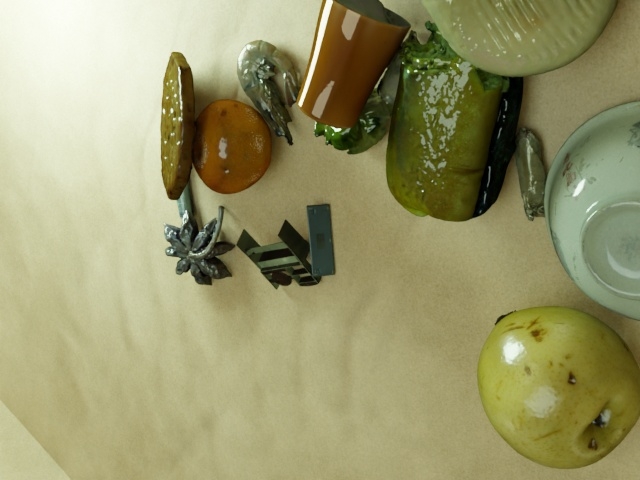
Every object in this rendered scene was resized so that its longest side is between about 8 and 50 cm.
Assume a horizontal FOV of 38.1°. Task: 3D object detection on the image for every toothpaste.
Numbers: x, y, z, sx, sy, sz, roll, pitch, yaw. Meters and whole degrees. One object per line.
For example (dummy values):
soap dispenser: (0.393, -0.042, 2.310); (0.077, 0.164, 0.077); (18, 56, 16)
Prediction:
toothpaste: (-0.361, -0.131, 2.425); (0.062, 0.037, 0.216); (0, 105, 36)

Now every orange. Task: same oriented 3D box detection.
orange: (-0.209, -0.220, 2.181); (0.224, 0.170, 0.224); (18, 111, 58)

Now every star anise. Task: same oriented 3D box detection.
star anise: (-0.317, 0.017, 2.411); (0.230, 0.081, 0.262); (42, 126, 5)

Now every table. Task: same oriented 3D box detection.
table: (-0.094, 0.038, 2.255); (0.146, 0.062, 0.175); (-11, 132, 40)

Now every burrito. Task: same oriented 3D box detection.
burrito: (0.411, -0.130, 1.805); (0.058, 0.045, 0.188); (-4, 103, 32)

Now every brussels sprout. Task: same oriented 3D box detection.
brussels sprout: (0.074, -0.264, 1.992); (0.181, 0.100, 0.139); (-28, 74, 47)

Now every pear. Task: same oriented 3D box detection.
pear: (0.450, 0.276, 1.776); (0.309, 0.309, 0.309); (15, 116, 33)

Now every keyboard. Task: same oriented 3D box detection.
keyboard: (0.000, 0.000, 2.187); (0.055, 0.014, 0.176); (-5, 108, 1)

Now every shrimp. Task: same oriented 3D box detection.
shrimp: (-0.098, -0.348, 2.119); (0.145, 0.059, 0.254); (-43, 74, 31)

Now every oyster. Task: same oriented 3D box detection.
oyster: (0.168, -0.340, 1.902); (0.121, 0.045, 0.146); (-25, 114, 3)

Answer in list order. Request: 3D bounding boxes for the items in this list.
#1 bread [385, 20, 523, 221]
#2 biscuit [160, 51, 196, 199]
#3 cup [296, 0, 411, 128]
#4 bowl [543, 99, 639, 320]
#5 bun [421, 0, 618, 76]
bread: (0.247, -0.215, 1.809); (0.251, 0.208, 0.377); (28, 127, 33)
biscuit: (-0.345, -0.274, 2.228); (0.359, 0.046, 0.359); (-178, 90, -72)
cup: (0.047, -0.378, 1.868); (0.226, 0.182, 0.264); (54, 128, 49)
bowl: (0.567, -0.013, 1.610); (0.434, 0.196, 0.435); (13, 117, 28)
bun: (0.339, -0.469, 1.596); (0.361, 0.213, 0.361); (2, 111, 5)
